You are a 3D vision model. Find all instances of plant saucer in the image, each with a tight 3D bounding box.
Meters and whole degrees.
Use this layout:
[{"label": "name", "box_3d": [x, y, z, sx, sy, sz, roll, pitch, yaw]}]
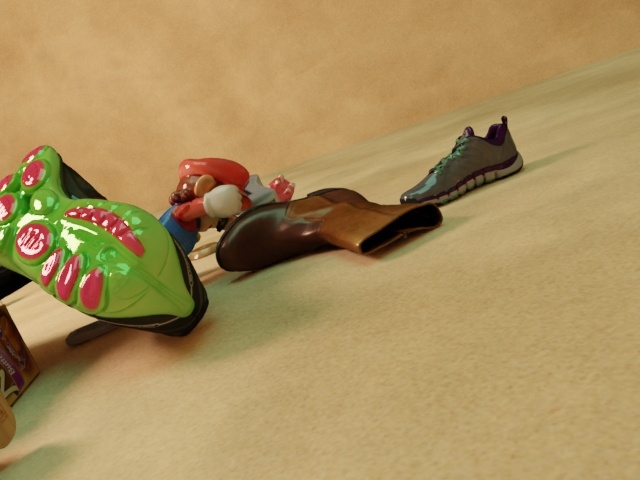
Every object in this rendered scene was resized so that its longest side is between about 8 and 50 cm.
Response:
[{"label": "plant saucer", "box_3d": [-0.252, 0.021, 1.318, 0.083, 0.015, 0.083, -19, 11, 4]}]

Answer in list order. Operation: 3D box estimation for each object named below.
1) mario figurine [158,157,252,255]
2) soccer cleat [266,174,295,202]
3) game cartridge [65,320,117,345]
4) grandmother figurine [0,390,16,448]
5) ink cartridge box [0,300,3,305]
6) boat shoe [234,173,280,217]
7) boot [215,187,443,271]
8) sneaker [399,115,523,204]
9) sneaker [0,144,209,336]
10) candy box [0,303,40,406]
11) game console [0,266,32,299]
[{"label": "mario figurine", "box_3d": [-0.221, -0.005, 1.038, 0.198, 0.170, 0.321, 20, 60, 37]}, {"label": "soccer cleat", "box_3d": [-0.137, -0.076, 1.462, 0.095, 0.083, 0.248, -57, -3, 36]}, {"label": "game cartridge", "box_3d": [-0.355, 0.140, 0.951, 0.083, 0.017, 0.056, -22, 8, -7]}, {"label": "grandmother figurine", "box_3d": [-0.466, 0.219, 0.563, 0.342, 0.104, 0.208, -18, 17, 6]}, {"label": "ink cartridge box", "box_3d": [-0.961, 0.169, 1.615, 0.181, 0.104, 0.061, -26, 13, -27]}, {"label": "boat shoe", "box_3d": [-0.135, -0.063, 1.257, 0.113, 0.105, 0.306, -33, 23, -16]}, {"label": "boot", "box_3d": [0.000, 0.000, 0.899, 0.264, 0.096, 0.280, -17, 17, -23]}, {"label": "sneaker", "box_3d": [0.218, -0.126, 0.986, 0.223, 0.098, 0.083, -23, 12, -14]}, {"label": "sneaker", "box_3d": [-0.334, 0.012, 0.851, 0.482, 0.202, 0.185, 29, 74, 41]}, {"label": "candy box", "box_3d": [-0.420, 0.159, 0.744, 0.053, 0.109, 0.187, -23, 12, -2]}, {"label": "game console", "box_3d": [-0.587, 0.122, 0.844, 0.341, 0.060, 0.386, -24, 13, 13]}]
